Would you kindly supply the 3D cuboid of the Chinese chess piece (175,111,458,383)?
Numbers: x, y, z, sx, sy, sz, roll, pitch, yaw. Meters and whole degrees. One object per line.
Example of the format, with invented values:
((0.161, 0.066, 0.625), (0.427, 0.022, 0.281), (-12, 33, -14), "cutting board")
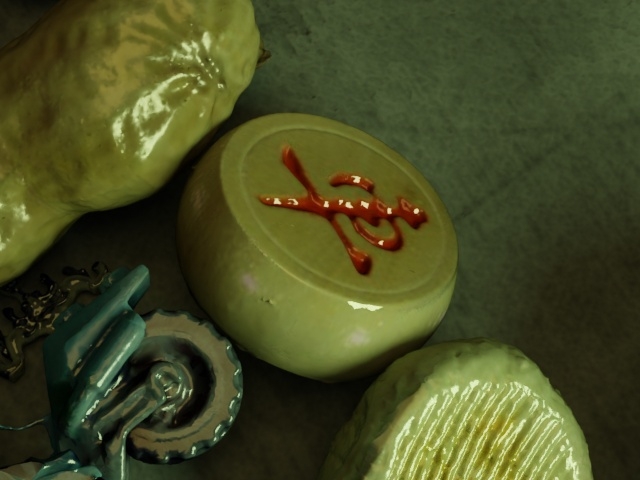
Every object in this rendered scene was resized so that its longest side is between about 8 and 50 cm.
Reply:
((0.000, 0.000, 1.176), (0.251, 0.097, 0.251), (18, 41, -17), "Chinese chess piece")

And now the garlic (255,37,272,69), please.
((-0.147, -0.211, 1.295), (0.195, 0.101, 0.087), (44, 37, -11), "garlic")

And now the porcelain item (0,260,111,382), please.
((-0.255, 0.055, 1.224), (0.075, 0.021, 0.136), (37, 68, 14), "porcelain item")

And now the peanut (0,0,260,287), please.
((-0.215, -0.091, 1.185), (0.387, 0.169, 0.192), (-38, 58, 5), "peanut")

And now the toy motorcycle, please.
((-0.268, 0.168, 1.093), (0.416, 0.172, 0.232), (-39, 81, -11), "toy motorcycle")

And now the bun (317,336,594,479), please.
((0.100, 0.191, 1.128), (0.244, 0.153, 0.244), (-1, 94, -19), "bun")
